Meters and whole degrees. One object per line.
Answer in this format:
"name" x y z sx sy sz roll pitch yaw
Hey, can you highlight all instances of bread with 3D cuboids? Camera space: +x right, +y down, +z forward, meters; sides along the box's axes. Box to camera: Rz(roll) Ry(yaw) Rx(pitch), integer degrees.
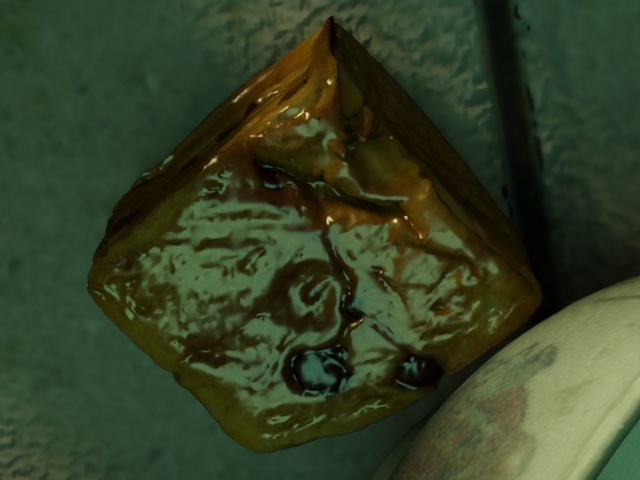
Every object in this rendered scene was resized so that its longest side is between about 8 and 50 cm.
"bread" 0.000 0.000 0.839 0.149 0.158 0.143 -38 98 16

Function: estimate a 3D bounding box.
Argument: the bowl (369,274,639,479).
"bowl" 0.131 0.175 0.836 0.435 0.196 0.434 -16 115 -38
